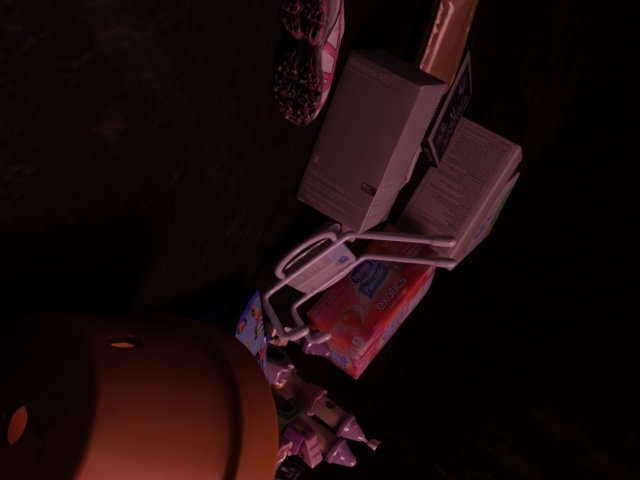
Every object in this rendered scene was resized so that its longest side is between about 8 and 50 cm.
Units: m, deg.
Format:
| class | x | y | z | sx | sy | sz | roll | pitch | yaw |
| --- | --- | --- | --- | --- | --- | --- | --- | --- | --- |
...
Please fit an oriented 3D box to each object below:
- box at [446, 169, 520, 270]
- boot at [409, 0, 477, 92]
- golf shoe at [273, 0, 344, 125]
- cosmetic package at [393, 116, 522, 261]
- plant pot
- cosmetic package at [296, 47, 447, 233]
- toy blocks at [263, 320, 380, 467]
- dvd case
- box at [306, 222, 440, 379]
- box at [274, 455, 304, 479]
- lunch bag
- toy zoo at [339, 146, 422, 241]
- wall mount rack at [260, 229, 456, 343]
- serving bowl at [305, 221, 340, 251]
| class | x | y | z | sx | sy | sz | roll | pitch | yaw |
| --- | --- | --- | --- | --- | --- | --- | --- | --- | --- |
| box | 0.405 | -0.086 | 1.800 | 0.262 | 0.127 | 0.231 | -34 | 151 | -45 |
| boot | 0.229 | -0.378 | 1.041 | 0.236 | 0.089 | 0.269 | -36 | 153 | -30 |
| golf shoe | -0.003 | -0.219 | 0.759 | 0.086 | 0.067 | 0.186 | -40 | 154 | -41 |
| cosmetic package | 0.318 | -0.110 | 1.516 | 0.309 | 0.160 | 0.113 | -58 | 160 | 5 |
| plant pot | -0.215 | 0.190 | 0.627 | 0.291 | 0.291 | 0.203 | -56 | 142 | -4 |
| cosmetic package | 0.072 | -0.146 | 0.954 | 0.107 | 0.127 | 0.238 | -28 | 143 | -53 |
| toy blocks | -0.038 | 0.334 | 1.215 | 0.288 | 0.260 | 0.309 | -12 | 132 | -62 |
| dvd case | 0.245 | -0.249 | 1.272 | 0.179 | 0.029 | 0.238 | -66 | 164 | 0 |
| box | 0.115 | 0.130 | 1.428 | 0.300 | 0.142 | 0.154 | -47 | 157 | -25 |
| box | -0.173 | 0.681 | 1.686 | 0.293 | 0.073 | 0.295 | -51 | 159 | -14 |
| lunch bag | -0.155 | 0.218 | 0.935 | 0.293 | 0.138 | 0.221 | -47 | 137 | -55 |
| toy zoo | 0.133 | -0.146 | 1.197 | 0.293 | 0.030 | 0.192 | -46 | 157 | -43 |
| wall mount rack | 0.067 | 0.057 | 1.094 | 0.304 | 0.130 | 0.350 | -34 | 165 | 3 |
| serving bowl | 0.000 | 0.000 | 1.143 | 0.083 | 0.027 | 0.083 | -46 | 157 | -26 |
